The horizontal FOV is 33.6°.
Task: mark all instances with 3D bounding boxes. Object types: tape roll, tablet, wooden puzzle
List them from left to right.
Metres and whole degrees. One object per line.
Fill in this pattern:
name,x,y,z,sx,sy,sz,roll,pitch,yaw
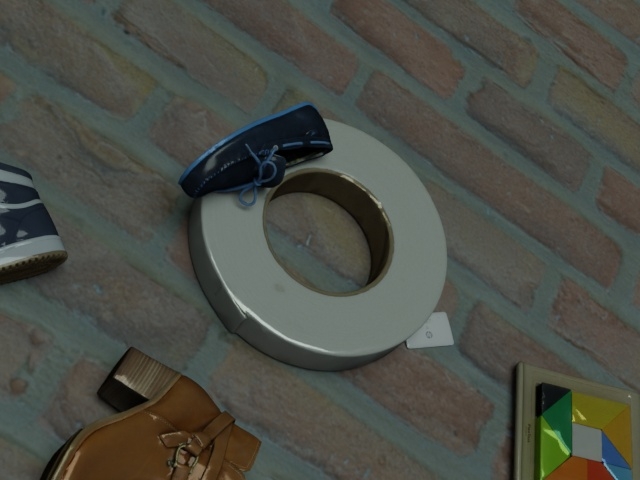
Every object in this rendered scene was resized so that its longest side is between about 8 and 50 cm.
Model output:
tape roll,0.000,0.000,1.553,0.391,0.072,0.392,10,62,-20
tablet,0.161,0.135,1.604,0.083,0.006,0.054,-2,67,-26
wooden puzzle,0.398,0.308,1.607,0.238,0.044,0.221,18,59,-17

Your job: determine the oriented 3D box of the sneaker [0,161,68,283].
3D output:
sneaker,-0.469,-0.014,1.319,0.282,0.099,0.153,-13,76,-37

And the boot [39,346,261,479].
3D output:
boot,-0.213,0.294,1.300,0.220,0.109,0.283,38,48,-9

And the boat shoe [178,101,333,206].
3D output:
boat shoe,-0.076,-0.116,1.473,0.258,0.109,0.089,-32,84,-31
